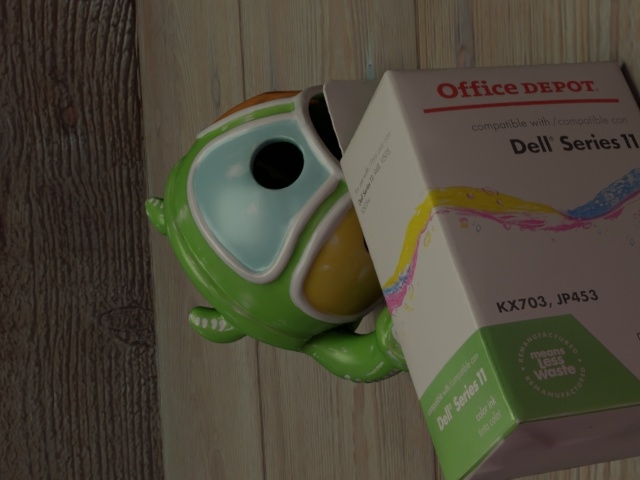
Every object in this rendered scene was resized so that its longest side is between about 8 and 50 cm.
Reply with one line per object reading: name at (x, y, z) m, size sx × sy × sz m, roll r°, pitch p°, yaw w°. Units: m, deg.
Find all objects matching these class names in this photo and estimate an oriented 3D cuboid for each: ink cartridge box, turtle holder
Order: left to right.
turtle holder at (-0.017, -0.009, 1.336) m, size 0.227 × 0.243 × 0.320 m, roll -48°, pitch 39°, yaw 37°
ink cartridge box at (0.148, -0.015, 0.983) m, size 0.119 × 0.207 × 0.353 m, roll 118°, pitch 141°, yaw -53°
